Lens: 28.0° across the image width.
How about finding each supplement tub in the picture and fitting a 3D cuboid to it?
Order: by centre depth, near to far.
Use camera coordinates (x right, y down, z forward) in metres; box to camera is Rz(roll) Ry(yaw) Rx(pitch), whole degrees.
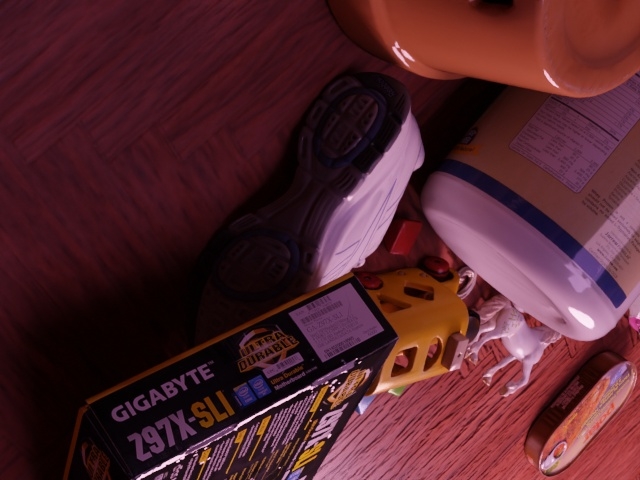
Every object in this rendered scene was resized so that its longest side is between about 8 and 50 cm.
[{"bbox_3d":[0.272,-0.087,1.235,0.316,0.228,0.228,-50,141,-5],"label":"supplement tub"}]

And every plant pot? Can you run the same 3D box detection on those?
[{"bbox_3d":[0.172,-0.243,1.041,0.291,0.203,0.291,-26,134,-30],"label":"plant pot"}]

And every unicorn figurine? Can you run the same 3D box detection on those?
[{"bbox_3d":[0.222,0.117,1.465,0.111,0.060,0.162,-47,141,-8],"label":"unicorn figurine"}]

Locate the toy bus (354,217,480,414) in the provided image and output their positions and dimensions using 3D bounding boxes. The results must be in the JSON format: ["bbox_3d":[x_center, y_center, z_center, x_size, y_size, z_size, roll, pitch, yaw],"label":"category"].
[{"bbox_3d":[0.100,0.089,1.288,0.202,0.104,0.191,-47,141,-7],"label":"toy bus"}]

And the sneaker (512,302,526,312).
[{"bbox_3d":[0.335,0.013,1.374,0.281,0.105,0.115,-30,123,18],"label":"sneaker"}]

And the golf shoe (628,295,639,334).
[{"bbox_3d":[0.398,0.016,1.552,0.306,0.115,0.140,44,55,-45],"label":"golf shoe"}]

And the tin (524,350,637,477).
[{"bbox_3d":[0.341,0.227,1.683,0.190,0.040,0.106,-46,136,-9],"label":"tin"}]

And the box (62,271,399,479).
[{"bbox_3d":[-0.095,0.185,1.096,0.257,0.079,0.322,-27,158,-31],"label":"box"}]

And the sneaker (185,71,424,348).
[{"bbox_3d":[0.000,0.000,1.128,0.297,0.111,0.129,-51,147,-2],"label":"sneaker"}]
